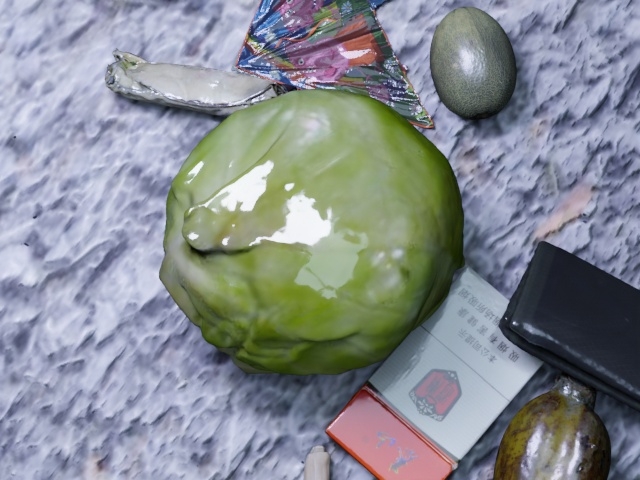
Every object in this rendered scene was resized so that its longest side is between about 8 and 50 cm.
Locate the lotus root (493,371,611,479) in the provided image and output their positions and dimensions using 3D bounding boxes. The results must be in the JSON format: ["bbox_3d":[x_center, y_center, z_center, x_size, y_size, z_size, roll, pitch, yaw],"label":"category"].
[{"bbox_3d":[0.247,0.237,1.740,0.120,0.120,0.209,17,75,4],"label":"lotus root"}]

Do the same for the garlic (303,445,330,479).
[{"bbox_3d":[-0.015,0.316,1.726,0.199,0.199,0.226,8,43,2],"label":"garlic"}]

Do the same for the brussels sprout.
[{"bbox_3d":[0.000,0.000,1.735,0.328,0.247,0.328,-5,70,14],"label":"brussels sprout"}]

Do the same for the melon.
[{"bbox_3d":[0.171,-0.199,1.846,0.098,0.098,0.131,-9,74,-1],"label":"melon"}]

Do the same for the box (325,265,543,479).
[{"bbox_3d":[0.134,0.162,1.797,0.139,0.035,0.245,42,80,9],"label":"box"}]

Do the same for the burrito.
[{"bbox_3d":[-0.135,-0.171,1.861,0.229,0.063,0.058,14,88,6],"label":"burrito"}]

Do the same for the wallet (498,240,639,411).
[{"bbox_3d":[0.321,0.106,1.770,0.245,0.052,0.168,29,42,3],"label":"wallet"}]

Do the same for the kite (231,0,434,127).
[{"bbox_3d":[0.004,-0.243,1.899,0.234,0.016,0.321,-25,78,-5],"label":"kite"}]
